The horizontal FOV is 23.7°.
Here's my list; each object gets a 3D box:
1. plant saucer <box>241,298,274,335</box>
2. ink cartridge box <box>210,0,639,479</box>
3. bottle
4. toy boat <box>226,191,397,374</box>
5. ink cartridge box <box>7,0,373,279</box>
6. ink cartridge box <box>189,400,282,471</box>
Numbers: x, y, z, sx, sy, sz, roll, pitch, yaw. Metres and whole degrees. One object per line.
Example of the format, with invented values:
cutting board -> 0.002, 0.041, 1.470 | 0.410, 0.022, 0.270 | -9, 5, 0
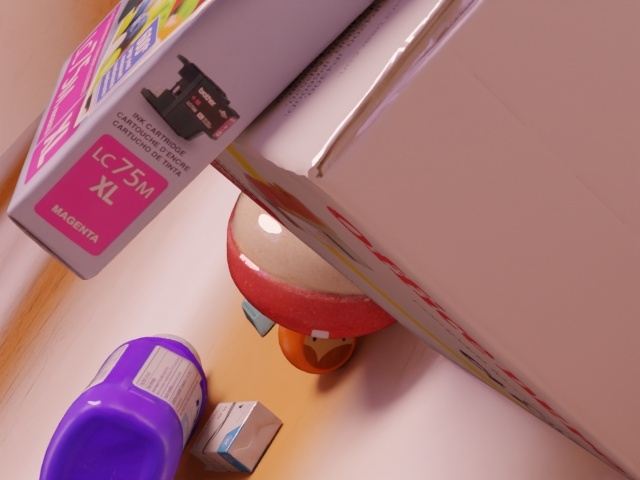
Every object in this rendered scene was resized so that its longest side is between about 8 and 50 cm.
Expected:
plant saucer -> 0.000, 0.000, 1.341 | 0.192, 0.018, 0.067 | -48, 19, -1
ink cartridge box -> 0.083, -0.032, 0.814 | 0.160, 0.279, 0.384 | -50, 19, -3
bottle -> -0.144, 0.139, 1.208 | 0.118, 0.092, 0.283 | -63, 2, 10
toy boat -> 0.004, 0.027, 1.128 | 0.231, 0.151, 0.151 | -81, -1, -76
ink cartridge box -> -0.022, -0.137, 0.735 | 0.311, 0.065, 0.186 | -40, 22, 21
ink cartridge box -> -0.070, 0.152, 1.180 | 0.083, 0.028, 0.048 | -15, 39, 59
